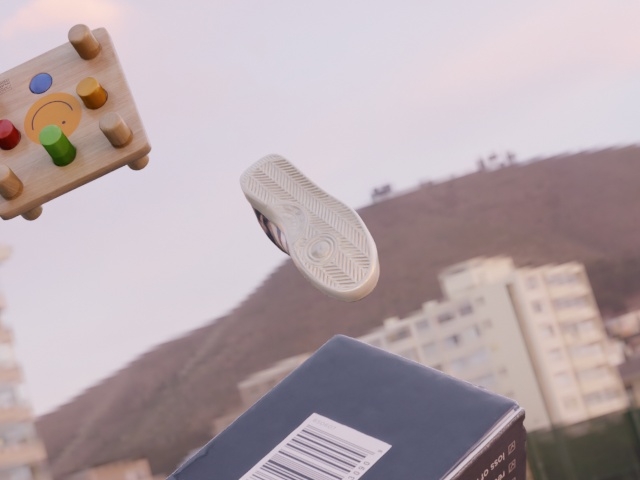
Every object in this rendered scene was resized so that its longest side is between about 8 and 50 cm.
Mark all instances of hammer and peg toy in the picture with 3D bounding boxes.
[{"bbox_3d":[-0.456,-0.164,2.314,0.361,0.266,0.127,-24,-31,3],"label":"hammer and peg toy"}]

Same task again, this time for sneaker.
[{"bbox_3d":[0.000,0.000,2.472,0.131,0.350,0.148,-33,-42,-5],"label":"sneaker"}]

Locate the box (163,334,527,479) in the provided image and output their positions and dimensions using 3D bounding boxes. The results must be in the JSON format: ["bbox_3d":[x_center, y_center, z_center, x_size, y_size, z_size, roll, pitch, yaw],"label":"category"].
[{"bbox_3d":[0.009,0.455,1.814,0.297,0.471,0.480,19,41,35],"label":"box"}]
